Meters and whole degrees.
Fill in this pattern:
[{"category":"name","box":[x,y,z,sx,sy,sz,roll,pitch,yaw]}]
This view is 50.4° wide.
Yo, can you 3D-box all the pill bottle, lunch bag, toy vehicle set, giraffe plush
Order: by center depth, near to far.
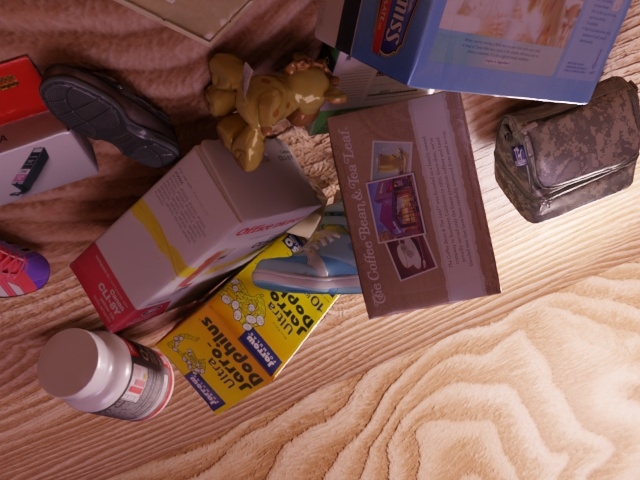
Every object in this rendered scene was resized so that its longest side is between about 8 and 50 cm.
[{"category":"toy vehicle set","box":[-0.188,-0.354,0.849,0.166,0.035,0.267,-35,152,28]},{"category":"giraffe plush","box":[-0.064,-0.228,1.062,0.170,0.181,0.210,-21,175,-28]},{"category":"lunch bag","box":[0.546,-0.214,1.518,0.305,0.212,0.256,-21,139,-3]},{"category":"pill bottle","box":[-0.556,0.354,1.788,0.210,0.210,0.363,-24,155,6]}]

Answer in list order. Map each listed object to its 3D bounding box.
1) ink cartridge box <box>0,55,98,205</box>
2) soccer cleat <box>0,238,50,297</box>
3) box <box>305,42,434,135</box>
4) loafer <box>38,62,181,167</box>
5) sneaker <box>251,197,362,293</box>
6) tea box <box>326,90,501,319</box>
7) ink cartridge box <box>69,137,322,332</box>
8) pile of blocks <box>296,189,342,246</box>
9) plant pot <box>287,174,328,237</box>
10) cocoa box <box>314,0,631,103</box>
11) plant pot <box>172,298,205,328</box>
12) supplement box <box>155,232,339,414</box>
[{"category":"ink cartridge box","box":[-0.507,-0.139,1.014,0.275,0.060,0.239,-19,156,-4]},{"category":"soccer cleat","box":[-0.605,0.031,1.203,0.116,0.108,0.318,-15,158,32]},{"category":"box","box":[0.112,-0.309,1.153,0.232,0.058,0.322,-11,152,-22]},{"category":"loafer","box":[-0.315,-0.198,1.033,0.096,0.084,0.267,-16,155,21]},{"category":"sneaker","box":[0.000,0.005,1.378,0.319,0.208,0.127,4,173,-38]},{"category":"tea box","box":[0.156,-0.056,1.192,0.220,0.329,0.323,-12,180,6]},{"category":"ink cartridge box","box":[-0.228,-0.013,1.270,0.385,0.160,0.279,-37,171,29]},{"category":"pile of blocks","box":[0.000,0.000,1.601,0.362,0.112,0.149,-33,114,33]},{"category":"plant pot","box":[-0.050,-0.083,1.432,0.096,0.109,0.109,-46,147,20]},{"category":"cocoa box","box":[0.211,-0.331,0.895,0.347,0.228,0.231,-3,122,-33]},{"category":"plant pot","box":[-0.299,0.267,1.838,0.191,0.191,0.174,4,150,-42]},{"category":"supplement box","box":[-0.138,0.160,1.439,0.195,0.194,0.356,-38,-174,35]}]
